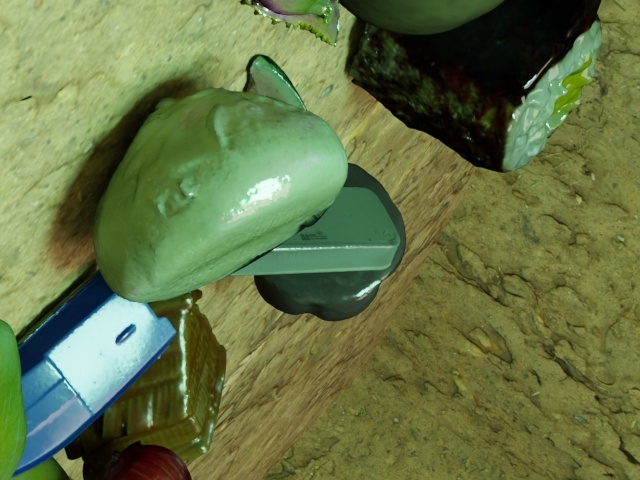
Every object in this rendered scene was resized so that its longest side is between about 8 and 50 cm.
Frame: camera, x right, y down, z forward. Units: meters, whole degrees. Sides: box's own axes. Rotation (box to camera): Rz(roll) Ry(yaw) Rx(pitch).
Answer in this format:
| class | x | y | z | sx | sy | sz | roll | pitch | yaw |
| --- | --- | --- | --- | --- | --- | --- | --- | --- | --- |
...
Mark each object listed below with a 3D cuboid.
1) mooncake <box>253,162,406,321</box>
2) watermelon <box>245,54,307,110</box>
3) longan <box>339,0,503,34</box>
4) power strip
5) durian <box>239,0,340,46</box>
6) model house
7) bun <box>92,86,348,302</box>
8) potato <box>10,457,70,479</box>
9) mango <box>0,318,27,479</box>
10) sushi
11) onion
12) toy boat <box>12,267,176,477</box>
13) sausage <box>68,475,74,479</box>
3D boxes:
| class | x | y | z | sx | sy | sz | roll | pitch | yaw |
| --- | --- | --- | --- | --- | --- | --- | --- | --- | --- |
| mooncake | 0.000 | 0.000 | 1.658 | 0.245 | 0.245 | 0.133 | -49 | 170 | -21 |
| watermelon | -0.053 | -0.167 | 1.399 | 0.080 | 0.101 | 0.155 | -34 | 150 | -27 |
| longan | 0.108 | -0.331 | 1.236 | 0.248 | 0.248 | 0.248 | -51 | 167 | -16 |
| power strip | -0.042 | -0.038 | 1.520 | 0.264 | 0.194 | 0.059 | -1 | 135 | -27 |
| durian | -0.041 | -0.287 | 1.119 | 0.108 | 0.119 | 0.187 | -12 | 142 | -10 |
| model house | -0.232 | 0.166 | 1.458 | 0.220 | 0.199 | 0.229 | -97 | 175 | -47 |
| bun | -0.122 | -0.062 | 1.205 | 0.283 | 0.179 | 0.283 | -29 | 170 | -5 |
| potato | -0.368 | 0.306 | 1.337 | 0.154 | 0.137 | 0.200 | -47 | 167 | -27 |
| mango | -0.349 | 0.177 | 1.097 | 0.156 | 0.114 | 0.251 | -14 | 143 | -36 |
| sushi | 0.227 | -0.278 | 1.622 | 0.281 | 0.294 | 0.299 | -42 | 162 | -32 |
| onion | -0.227 | 0.347 | 1.339 | 0.248 | 0.161 | 0.248 | -160 | -90 | -78 |
| toy boat | -0.302 | 0.163 | 1.271 | 0.295 | 0.129 | 0.088 | -45 | -154 | -27 |
| sausage | -0.417 | 0.437 | 1.556 | 0.253 | 0.123 | 0.123 | -55 | 168 | 8 |
